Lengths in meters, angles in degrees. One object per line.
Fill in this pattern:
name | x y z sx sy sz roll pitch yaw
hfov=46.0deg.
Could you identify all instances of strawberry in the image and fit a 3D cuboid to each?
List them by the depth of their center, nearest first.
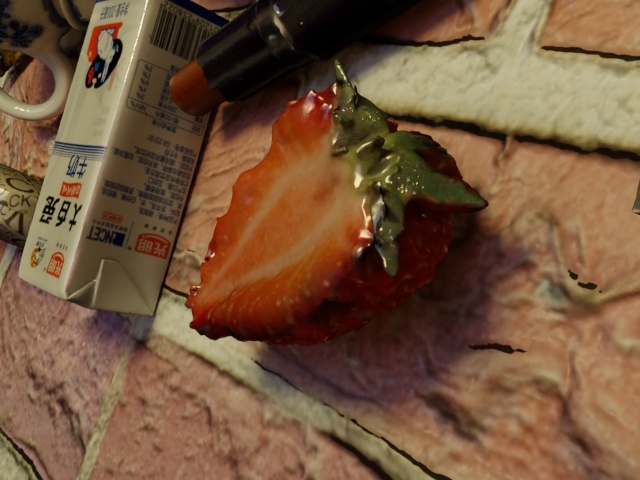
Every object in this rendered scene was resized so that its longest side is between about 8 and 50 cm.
strawberry | 0.002 0.014 0.523 0.228 0.098 0.174 -53 44 24

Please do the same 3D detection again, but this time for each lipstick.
lipstick | -0.020 -0.180 0.626 0.299 0.081 0.081 -24 60 38

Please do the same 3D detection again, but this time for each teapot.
teapot | -0.362 -0.361 0.958 0.252 0.280 0.424 -70 -8 -72

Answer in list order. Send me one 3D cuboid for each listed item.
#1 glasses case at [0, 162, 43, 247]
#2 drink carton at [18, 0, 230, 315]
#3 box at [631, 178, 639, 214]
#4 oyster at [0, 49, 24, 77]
glasses case | -0.400 -0.051 0.939 0.354 0.137 0.085 18 83 48
drink carton | -0.197 -0.089 0.766 0.130 0.106 0.315 11 86 50
box | 0.271 -0.153 0.334 0.180 0.047 0.325 11 84 49
oyster | -0.418 -0.387 1.139 0.345 0.078 0.129 -47 55 21
